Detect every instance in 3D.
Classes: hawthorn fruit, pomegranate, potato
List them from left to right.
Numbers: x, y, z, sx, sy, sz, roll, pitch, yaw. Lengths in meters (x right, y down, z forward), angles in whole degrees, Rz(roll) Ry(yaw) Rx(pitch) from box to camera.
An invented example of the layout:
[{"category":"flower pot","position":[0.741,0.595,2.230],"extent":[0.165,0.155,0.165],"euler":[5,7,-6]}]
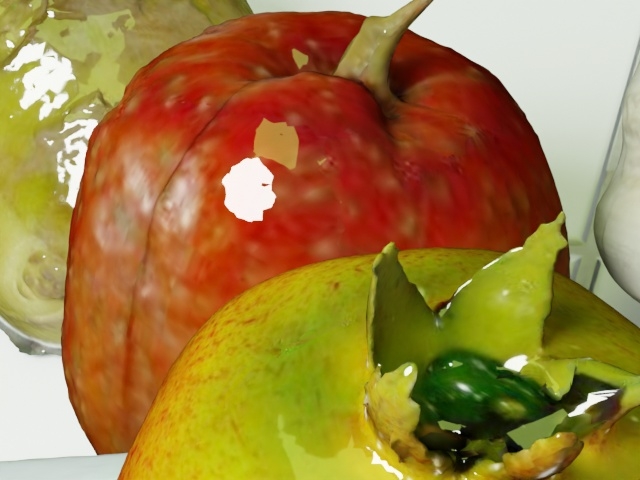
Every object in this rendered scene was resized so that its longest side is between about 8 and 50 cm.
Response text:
[{"category":"potato","position":[-0.125,-0.078,0.969],"extent":[0.246,0.196,0.299],"euler":[-38,49,-19]},{"category":"hawthorn fruit","position":[-0.004,0.020,0.780],"extent":[0.258,0.262,0.258],"euler":[-20,26,10]},{"category":"pomegranate","position":[0.036,0.099,0.552],"extent":[0.220,0.257,0.221],"euler":[2,51,-3]}]

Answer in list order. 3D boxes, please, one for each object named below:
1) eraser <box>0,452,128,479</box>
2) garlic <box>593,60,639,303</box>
[{"category":"eraser","position":[-0.187,0.194,0.718],"extent":[0.290,0.189,0.104],"euler":[-5,15,12]},{"category":"garlic","position":[0.253,-0.057,0.840],"extent":[0.281,0.185,0.203],"euler":[-38,25,-18]}]
